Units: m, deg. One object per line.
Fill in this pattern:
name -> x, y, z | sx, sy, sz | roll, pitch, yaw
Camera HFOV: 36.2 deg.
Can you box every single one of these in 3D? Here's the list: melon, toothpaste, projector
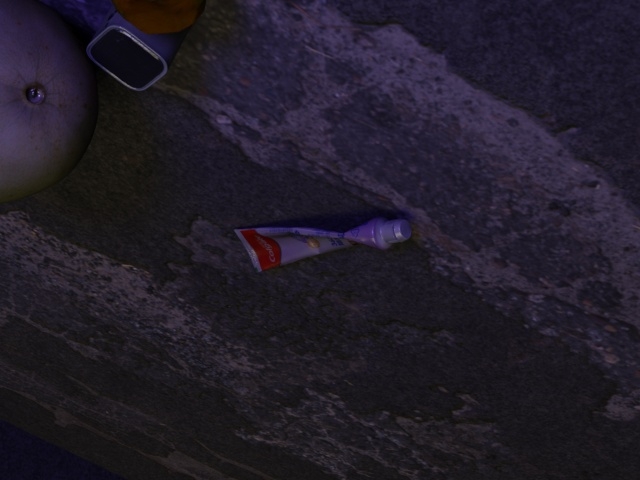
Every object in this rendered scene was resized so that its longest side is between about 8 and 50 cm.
melon -> -0.414, -0.174, 1.158 | 0.330, 0.268, 0.268 | 11, 152, 49
toothpaste -> 0.000, 0.000, 1.401 | 0.301, 0.048, 0.075 | -8, 143, 40
projector -> -0.207, -0.235, 1.122 | 0.083, 0.082, 0.083 | 37, 143, -25

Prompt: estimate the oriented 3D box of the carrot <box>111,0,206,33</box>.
carrot -> -0.189, -0.337, 0.939 | 0.114, 0.114, 0.301 | 7, 142, 20
